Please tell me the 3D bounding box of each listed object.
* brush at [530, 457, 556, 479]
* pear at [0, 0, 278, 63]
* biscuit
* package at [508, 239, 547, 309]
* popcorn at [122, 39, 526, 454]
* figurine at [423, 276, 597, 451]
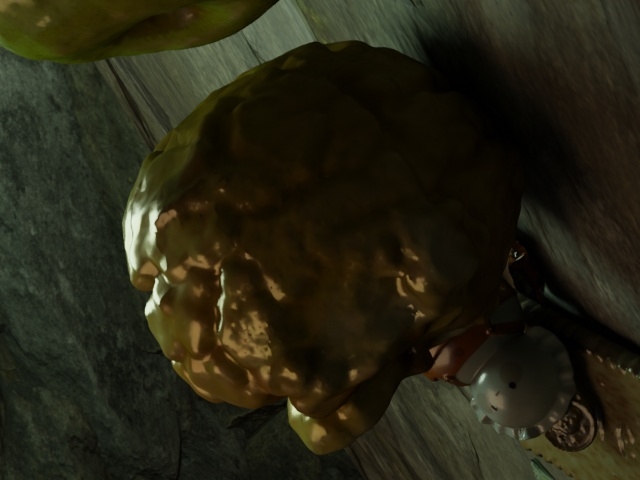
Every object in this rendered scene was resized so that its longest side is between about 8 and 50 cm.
[{"bbox_3d":[0.310,0.329,1.973,0.205,0.011,0.083,45,169,32],"label":"brush"},{"bbox_3d":[-0.185,-0.341,1.482,0.391,0.391,0.391,49,170,12],"label":"pear"},{"bbox_3d":[0.297,0.183,1.873,0.325,0.044,0.217,29,138,58],"label":"biscuit"},{"bbox_3d":[0.213,0.023,1.871,0.111,0.033,0.077,62,-172,-20],"label":"package"},{"bbox_3d":[0.000,-0.019,1.662,0.344,0.354,0.390,-39,49,45],"label":"popcorn"},{"bbox_3d":[0.184,0.119,1.870,0.271,0.143,0.143,37,170,0],"label":"figurine"}]
